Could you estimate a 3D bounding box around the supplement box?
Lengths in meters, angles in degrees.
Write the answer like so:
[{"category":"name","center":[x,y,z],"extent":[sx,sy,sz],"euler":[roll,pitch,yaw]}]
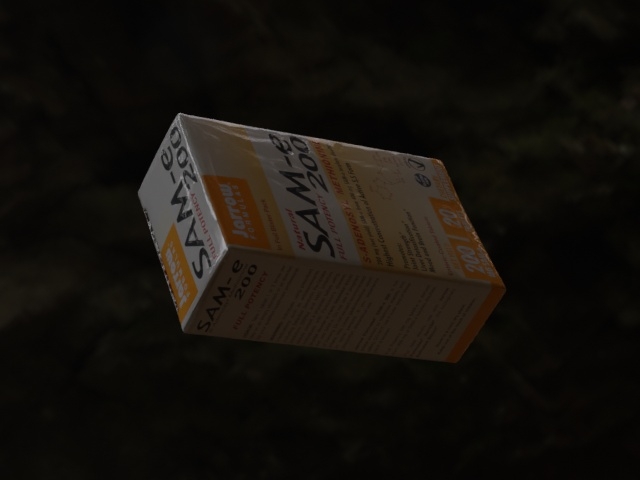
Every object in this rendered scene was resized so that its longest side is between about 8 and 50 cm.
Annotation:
[{"category":"supplement box","center":[0.000,0.000,0.600],"extent":[0.098,0.062,0.036],"euler":[8,-50,-30]}]
